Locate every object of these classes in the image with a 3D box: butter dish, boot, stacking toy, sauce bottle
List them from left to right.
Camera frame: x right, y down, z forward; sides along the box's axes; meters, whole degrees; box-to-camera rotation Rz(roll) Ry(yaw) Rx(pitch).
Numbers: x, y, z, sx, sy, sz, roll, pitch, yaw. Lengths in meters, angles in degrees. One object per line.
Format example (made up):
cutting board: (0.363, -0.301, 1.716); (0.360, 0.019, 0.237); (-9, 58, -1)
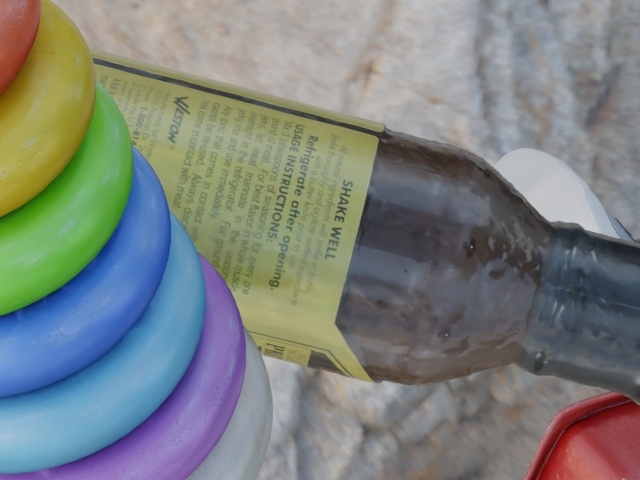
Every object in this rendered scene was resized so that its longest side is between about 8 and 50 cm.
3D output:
stacking toy: (-0.114, -0.027, 0.605); (0.141, 0.141, 0.330); (-21, 137, -5)
sauce bottle: (0.000, 0.000, 0.804); (0.344, 0.111, 0.111); (15, 95, 1)
boot: (0.168, 0.028, 1.134); (0.069, 0.190, 0.086); (-40, 144, 11)
butter dish: (0.227, 0.187, 1.358); (0.160, 0.118, 0.160); (-10, 136, -33)

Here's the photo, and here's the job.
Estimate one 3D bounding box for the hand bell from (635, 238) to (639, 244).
hand bell: (0.308, -0.003, 1.515); (0.242, 0.126, 0.126); (-18, 100, 1)
